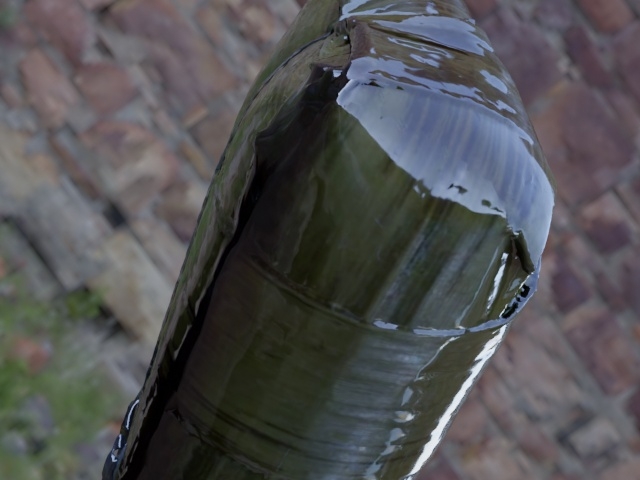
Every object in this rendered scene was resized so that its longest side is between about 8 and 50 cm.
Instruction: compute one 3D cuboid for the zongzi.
[{"bbox_3d":[0.000,0.000,0.879,0.138,0.286,0.300,20,30,-13],"label":"zongzi"}]
